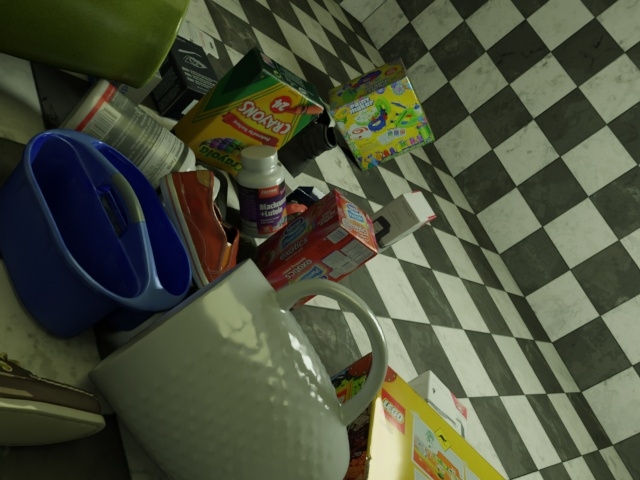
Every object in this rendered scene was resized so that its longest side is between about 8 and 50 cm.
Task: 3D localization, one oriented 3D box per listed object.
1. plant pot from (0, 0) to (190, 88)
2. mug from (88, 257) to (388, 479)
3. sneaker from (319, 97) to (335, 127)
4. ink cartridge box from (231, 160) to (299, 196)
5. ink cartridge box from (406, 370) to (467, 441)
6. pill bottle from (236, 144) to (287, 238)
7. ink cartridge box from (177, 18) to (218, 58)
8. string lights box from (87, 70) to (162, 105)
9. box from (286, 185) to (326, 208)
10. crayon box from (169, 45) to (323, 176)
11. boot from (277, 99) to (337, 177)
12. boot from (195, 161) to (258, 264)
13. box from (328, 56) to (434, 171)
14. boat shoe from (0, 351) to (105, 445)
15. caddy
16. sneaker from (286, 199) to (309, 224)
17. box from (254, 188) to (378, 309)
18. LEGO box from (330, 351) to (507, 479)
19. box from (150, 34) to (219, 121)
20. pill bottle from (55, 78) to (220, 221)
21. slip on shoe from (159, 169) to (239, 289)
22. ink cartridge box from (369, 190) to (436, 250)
[{"bbox_3d":[-0.426,-0.448,1.123,0.353,0.366,0.366,22,37,-29],"label":"plant pot"},{"bbox_3d":[-0.079,0.209,0.930,0.328,0.374,0.276,55,2,-5],"label":"mug"},{"bbox_3d":[-0.035,-0.442,2.196,0.151,0.094,0.256,46,15,-28],"label":"sneaker"},{"bbox_3d":[-0.154,-0.169,1.615,0.181,0.104,0.061,50,24,-4],"label":"ink cartridge box"},{"bbox_3d":[0.273,0.444,1.556,0.158,0.092,0.218,47,27,-12],"label":"ink cartridge box"},{"bbox_3d":[-0.132,-0.111,1.457,0.108,0.108,0.193,-79,169,-59],"label":"pill bottle"},{"bbox_3d":[-0.376,-0.559,1.801,0.180,0.060,0.104,25,36,-45],"label":"ink cartridge box"},{"bbox_3d":[-0.444,-0.409,1.395,0.077,0.133,0.259,13,46,-53],"label":"string lights box"},{"bbox_3d":[-0.012,-0.097,1.750,0.225,0.136,0.036,33,75,-35],"label":"box"},{"bbox_3d":[-0.176,-0.255,1.436,0.202,0.318,0.081,20,40,-48],"label":"crayon box"},{"bbox_3d":[-0.083,-0.338,1.821,0.118,0.223,0.338,8,50,-56],"label":"boot"},{"bbox_3d":[-0.217,-0.061,1.419,0.190,0.076,0.208,39,21,-32],"label":"boot"},{"bbox_3d":[0.218,-0.451,2.337,0.177,0.290,0.279,-92,156,-52],"label":"box"},{"bbox_3d":[-0.397,0.169,0.735,0.324,0.117,0.096,20,43,-41],"label":"boat shoe"},{"bbox_3d":[-0.339,-0.016,0.991,0.241,0.179,0.341,4,51,-60],"label":"caddy"},{"bbox_3d":[0.000,0.000,1.666,0.276,0.098,0.135,23,37,-44],"label":"sneaker"},{"bbox_3d":[-0.015,0.024,1.414,0.128,0.257,0.122,36,32,-33],"label":"box"},{"bbox_3d":[0.179,0.513,1.176,0.500,0.193,0.372,45,26,-15],"label":"LEGO box"},{"bbox_3d":[-0.339,-0.395,1.591,0.153,0.108,0.207,11,47,-55],"label":"box"},{"bbox_3d":[-0.337,-0.146,1.199,0.283,0.161,0.161,40,27,-27],"label":"pill bottle"},{"bbox_3d":[-0.190,0.019,1.176,0.123,0.101,0.331,-120,-168,-60],"label":"slip on shoe"},{"bbox_3d":[0.197,-0.039,1.896,0.100,0.237,0.172,59,25,7],"label":"ink cartridge box"}]
